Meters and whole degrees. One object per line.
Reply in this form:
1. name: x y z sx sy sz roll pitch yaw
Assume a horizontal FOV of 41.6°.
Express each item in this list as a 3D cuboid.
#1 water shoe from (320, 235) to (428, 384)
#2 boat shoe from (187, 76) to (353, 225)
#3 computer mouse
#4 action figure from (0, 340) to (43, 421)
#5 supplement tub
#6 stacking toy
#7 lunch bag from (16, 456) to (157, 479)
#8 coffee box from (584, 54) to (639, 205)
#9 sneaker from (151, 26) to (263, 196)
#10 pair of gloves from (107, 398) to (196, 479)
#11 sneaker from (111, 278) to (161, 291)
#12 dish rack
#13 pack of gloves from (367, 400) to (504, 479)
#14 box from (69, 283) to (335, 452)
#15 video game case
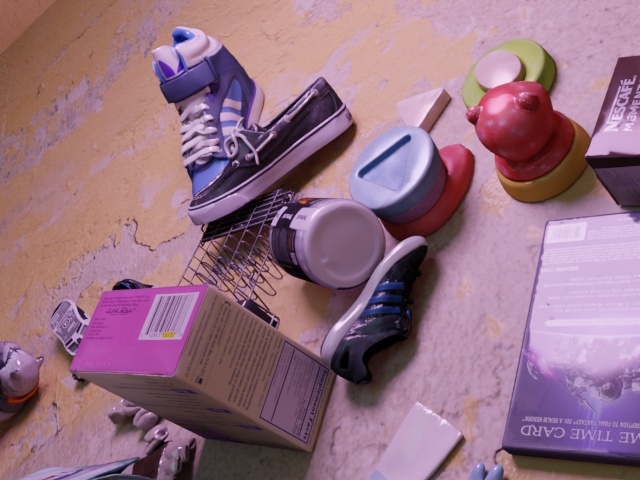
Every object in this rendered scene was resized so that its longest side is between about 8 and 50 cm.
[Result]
1. water shoe: 0.087 0.090 1.054 0.080 0.073 0.203 35 84 23
2. boat shoe: -0.098 -0.144 1.334 0.306 0.105 0.113 -34 18 8
3. computer mouse: -0.427 0.169 1.508 0.106 0.042 0.193 -54 43 3
4. action figure: -0.631 0.211 1.574 0.330 0.179 0.341 0 84 39
5. supplement tub: 0.000 0.000 1.129 0.117 0.117 0.190 -57 19 -8
6. stacking toy: 0.172 -0.163 1.108 0.309 0.130 0.279 -22 47 31
7. lunch bag: -0.278 0.355 1.027 0.224 0.262 0.160 -16 50 37
8. coffee box: 0.415 -0.114 0.851 0.247 0.098 0.141 3 62 46
9. sneaker: -0.222 -0.220 1.458 0.130 0.236 0.322 -18 48 35
10. pair of gloves: -0.255 0.276 1.247 0.204 0.042 0.240 -20 47 34
11. sneaker: -0.302 0.094 1.376 0.217 0.121 0.079 18 72 50
12. dish rack: -0.129 0.043 1.280 0.208 0.074 0.271 -14 41 36
13. pack of gloves: 0.087 0.300 0.885 0.232 0.046 0.195 -54 39 -4
14. box: -0.144 0.163 1.064 0.214 0.243 0.117 -7 55 43
15. video game case: 0.300 0.091 0.860 0.196 0.026 0.274 -6 57 42
